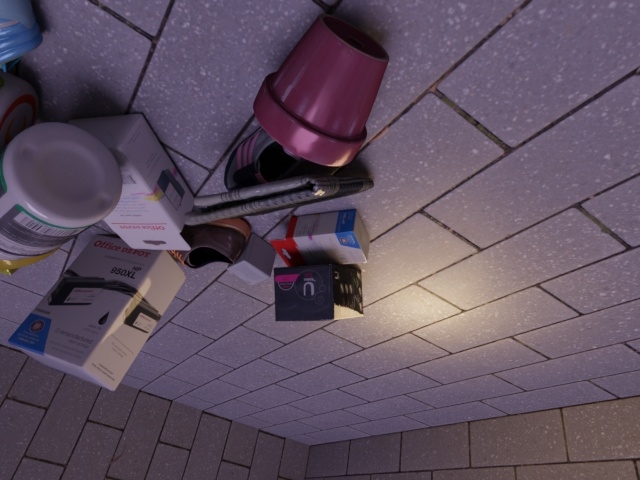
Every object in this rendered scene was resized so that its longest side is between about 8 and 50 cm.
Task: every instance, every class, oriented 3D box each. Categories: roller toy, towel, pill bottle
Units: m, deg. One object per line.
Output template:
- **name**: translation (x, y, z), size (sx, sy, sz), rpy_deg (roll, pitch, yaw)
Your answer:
- **roller toy**: translation (-0.695, -0.261, 0.911), size (0.146, 0.191, 0.209), rpy_deg (24, 106, -14)
- **towel**: translation (-0.081, -0.095, 0.950), size (0.324, 0.056, 0.312), rpy_deg (-11, -177, 27)
- **pill bottle**: translation (-0.588, -0.080, 0.923), size (0.361, 0.204, 0.204), rpy_deg (-18, 135, 37)

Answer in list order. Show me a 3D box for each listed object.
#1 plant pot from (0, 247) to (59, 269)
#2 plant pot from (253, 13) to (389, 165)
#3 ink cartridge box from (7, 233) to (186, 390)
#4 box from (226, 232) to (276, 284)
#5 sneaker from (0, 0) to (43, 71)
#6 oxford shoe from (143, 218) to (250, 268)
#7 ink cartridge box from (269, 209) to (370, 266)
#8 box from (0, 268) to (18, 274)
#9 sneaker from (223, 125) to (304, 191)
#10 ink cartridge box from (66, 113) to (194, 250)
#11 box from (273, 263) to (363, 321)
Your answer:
- **plant pot**: translation (-0.822, -0.091, 1.157), size (0.254, 0.254, 0.239), rpy_deg (8, 130, 5)
- **plant pot**: translation (0.013, -0.256, 0.744), size (0.201, 0.201, 0.180), rpy_deg (23, 127, -15)
- **ink cartridge box**: translation (-0.633, 0.192, 1.312), size (0.285, 0.395, 0.166), rpy_deg (9, 143, 21)
- **box**: translation (-0.195, 0.055, 1.282), size (0.087, 0.101, 0.102), rpy_deg (-23, 132, 38)
- **sneaker**: translation (-0.648, -0.399, 0.771), size (0.319, 0.127, 0.208), rpy_deg (11, 143, 2)
- **oxford shoe**: translation (-0.382, 0.002, 1.233), size (0.364, 0.132, 0.130), rpy_deg (0, 145, 16)
- **ink cartridge box**: translation (0.000, 0.000, 1.174), size (0.231, 0.078, 0.134), rpy_deg (-5, 141, 22)
- **box**: translation (-0.856, 0.008, 1.289), size (0.087, 0.232, 0.058), rpy_deg (8, 123, 6)
- **sneaker**: translation (-0.129, -0.157, 0.951), size (0.112, 0.131, 0.319), rpy_deg (29, 141, -22)
- **ink cartridge box**: translation (-0.453, -0.125, 1.093), size (0.207, 0.119, 0.353), rpy_deg (1, 142, 16)
- **box**: translation (0.004, 0.145, 1.224), size (0.165, 0.143, 0.270), rpy_deg (-6, 171, 20)
